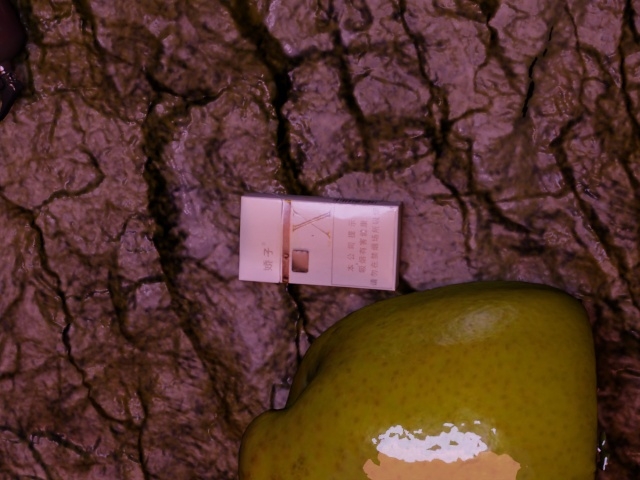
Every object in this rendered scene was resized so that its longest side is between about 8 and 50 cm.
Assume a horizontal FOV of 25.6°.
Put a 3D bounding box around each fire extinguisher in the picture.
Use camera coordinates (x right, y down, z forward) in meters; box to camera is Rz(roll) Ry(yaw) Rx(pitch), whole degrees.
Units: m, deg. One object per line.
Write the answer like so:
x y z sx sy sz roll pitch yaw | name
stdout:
-0.356 -0.247 1.375 0.089 0.072 0.267 -22 97 40 | fire extinguisher

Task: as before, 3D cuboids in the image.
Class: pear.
0.083 0.207 1.288 0.318 0.238 0.342 7 102 1 | pear

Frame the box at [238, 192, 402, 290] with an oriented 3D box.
0.000 0.000 1.362 0.154 0.040 0.083 3 102 9 | box
